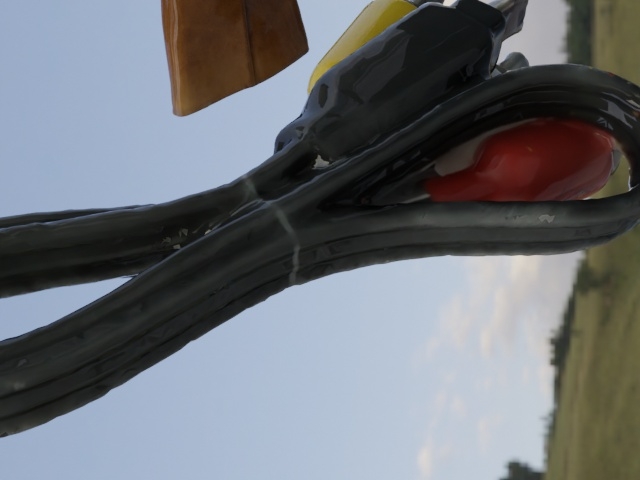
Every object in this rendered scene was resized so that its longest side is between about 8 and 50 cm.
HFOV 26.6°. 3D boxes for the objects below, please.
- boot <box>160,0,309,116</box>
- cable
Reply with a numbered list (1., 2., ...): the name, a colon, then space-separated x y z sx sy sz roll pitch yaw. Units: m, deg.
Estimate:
1. boot: -0.137 -0.234 1.088 0.264 0.096 0.280 -31 -51 -34
2. cable: 0.000 0.000 0.412 0.287 0.139 0.072 -37 -29 -33
